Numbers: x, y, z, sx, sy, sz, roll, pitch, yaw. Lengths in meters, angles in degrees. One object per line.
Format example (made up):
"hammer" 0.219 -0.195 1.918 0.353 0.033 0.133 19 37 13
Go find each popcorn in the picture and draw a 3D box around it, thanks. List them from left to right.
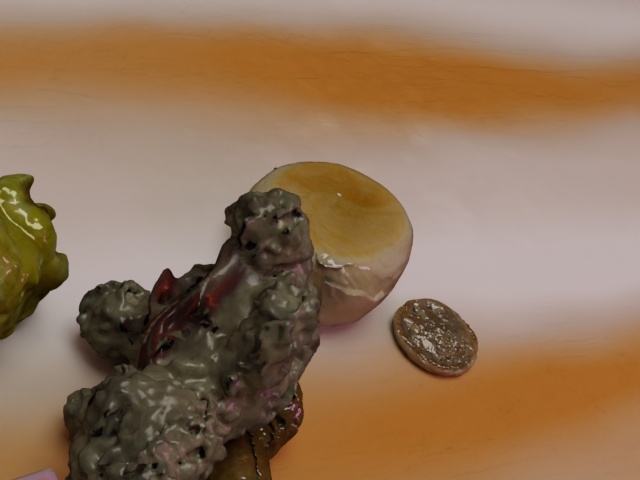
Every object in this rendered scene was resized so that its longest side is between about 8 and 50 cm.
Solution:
"popcorn" -0.418 0.009 1.552 0.254 0.195 0.256 2 27 -37

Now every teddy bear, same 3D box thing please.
"teddy bear" -0.160 0.148 1.455 0.224 0.357 0.367 54 32 -12

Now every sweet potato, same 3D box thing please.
"sweet potato" -0.086 0.269 1.543 0.124 0.098 0.310 23 42 -18

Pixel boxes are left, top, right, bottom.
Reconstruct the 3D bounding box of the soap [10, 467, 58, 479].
"soap" -0.313 0.345 1.284 0.182 0.138 0.199 -11 54 -37

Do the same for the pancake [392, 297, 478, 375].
"pancake" 0.163 0.135 1.892 0.139 0.022 0.139 16 41 -15

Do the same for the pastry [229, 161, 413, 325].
"pastry" 0.000 -0.002 1.856 0.264 0.133 0.265 16 40 -14
